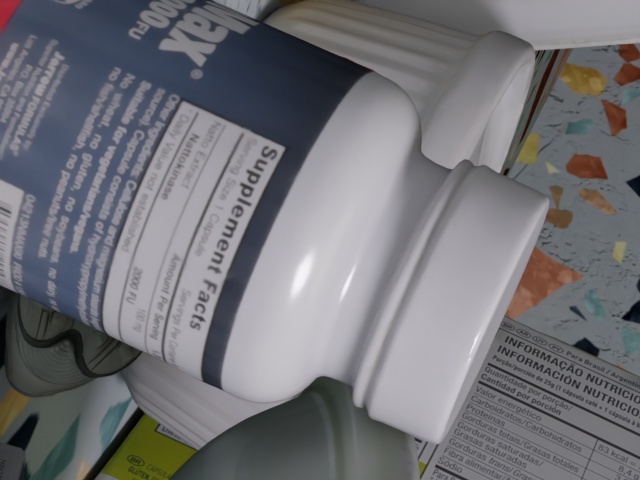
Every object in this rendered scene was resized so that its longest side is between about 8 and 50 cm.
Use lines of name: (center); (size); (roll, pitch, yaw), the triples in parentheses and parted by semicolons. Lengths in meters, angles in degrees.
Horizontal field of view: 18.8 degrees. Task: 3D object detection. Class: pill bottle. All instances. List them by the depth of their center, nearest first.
pill bottle: (-0.029, -0.013, 0.582); (0.108, 0.180, 0.108); (25, 90, -82)

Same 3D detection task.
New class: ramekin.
ramekin: (0.000, 0.000, 0.988); (0.273, 0.127, 0.273); (-62, 171, -18)

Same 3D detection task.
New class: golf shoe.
golf shoe: (-0.076, -0.011, 0.770); (0.176, 0.069, 0.086); (-56, -172, -36)

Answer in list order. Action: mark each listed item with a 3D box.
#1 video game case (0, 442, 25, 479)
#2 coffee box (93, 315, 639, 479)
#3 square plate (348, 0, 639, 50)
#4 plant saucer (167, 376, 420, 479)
video game case: (-0.156, 0.207, 0.801); (0.190, 0.022, 0.173); (105, -5, -46)
coffee box: (0.032, 0.255, 1.186); (0.334, 0.338, 0.337); (-56, 168, -52)
square plate: (0.205, -0.212, 1.117); (0.344, 0.347, 0.049); (-57, 137, -48)
plant saucer: (-0.070, 0.227, 0.649); (0.400, 0.100, 0.400); (-165, -90, -82)
